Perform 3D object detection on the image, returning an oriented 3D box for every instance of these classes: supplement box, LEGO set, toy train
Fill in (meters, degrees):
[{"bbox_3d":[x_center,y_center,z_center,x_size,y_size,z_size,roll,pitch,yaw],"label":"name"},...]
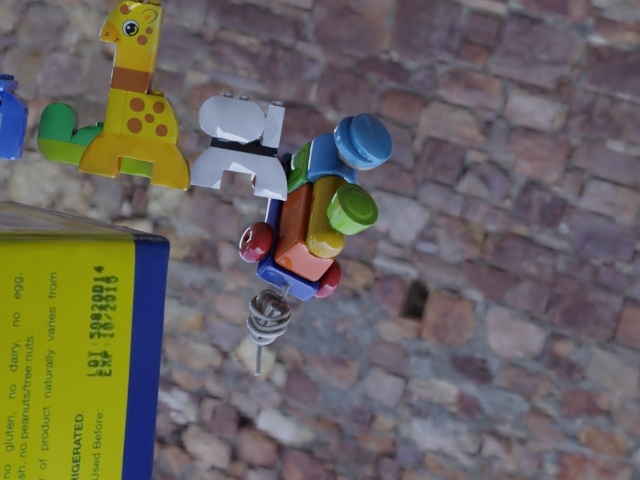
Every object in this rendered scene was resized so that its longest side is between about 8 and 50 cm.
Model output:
[{"bbox_3d":[-0.287,0.079,0.746,0.356,0.194,0.195,1,-173,-41],"label":"supplement box"},{"bbox_3d":[-0.122,-0.084,0.721,0.227,0.093,0.087,10,-175,-3],"label":"LEGO set"},{"bbox_3d":[0.000,0.000,1.291,0.105,0.143,0.248,28,-131,-24],"label":"toy train"}]
